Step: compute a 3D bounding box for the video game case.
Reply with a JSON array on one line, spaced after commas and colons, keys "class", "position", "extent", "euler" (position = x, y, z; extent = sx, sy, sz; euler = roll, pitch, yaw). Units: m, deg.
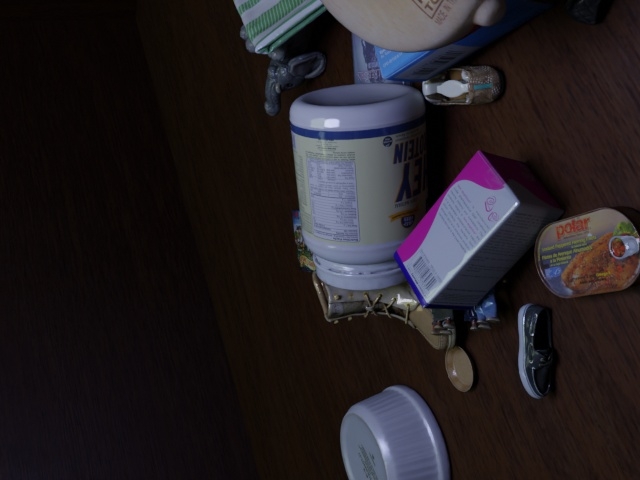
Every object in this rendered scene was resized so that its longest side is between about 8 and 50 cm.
[{"class": "video game case", "position": [0.114, -0.378, 1.345], "extent": [0.196, 0.026, 0.275], "euler": [-161, 65, -64]}]

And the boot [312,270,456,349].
[{"class": "boot", "position": [0.113, 0.122, 1.293], "extent": [0.262, 0.203, 0.095], "euler": [-122, 29, -45]}]

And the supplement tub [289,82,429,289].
[{"class": "supplement tub", "position": [0.075, -0.100, 1.250], "extent": [0.235, 0.235, 0.325], "euler": [-143, 43, -58]}]

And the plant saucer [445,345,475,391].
[{"class": "plant saucer", "position": [0.253, 0.227, 1.254], "extent": [0.083, 0.015, 0.084], "euler": [171, 90, -66]}]

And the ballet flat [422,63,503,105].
[{"class": "ballet flat", "position": [0.206, -0.250, 1.124], "extent": [0.206, 0.067, 0.073], "euler": [-164, 64, -65]}]

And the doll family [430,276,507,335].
[{"class": "doll family", "position": [0.235, 0.088, 1.148], "extent": [0.192, 0.076, 0.112], "euler": [-14, 63, 44]}]

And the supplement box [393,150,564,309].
[{"class": "supplement box", "position": [0.227, -0.009, 1.030], "extent": [0.220, 0.113, 0.111], "euler": [-55, 46, 34]}]

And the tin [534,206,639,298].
[{"class": "tin", "position": [0.356, 0.016, 0.917], "extent": [0.189, 0.040, 0.106], "euler": [-24, 80, 66]}]

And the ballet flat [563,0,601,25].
[{"class": "ballet flat", "position": [0.348, -0.331, 0.817], "extent": [0.058, 0.049, 0.173], "euler": [-62, -1, -39]}]

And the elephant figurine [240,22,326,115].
[{"class": "elephant figurine", "position": [-0.071, -0.425, 1.614], "extent": [0.239, 0.185, 0.170], "euler": [53, -137, -53]}]

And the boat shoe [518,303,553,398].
[{"class": "boat shoe", "position": [0.322, 0.165, 1.035], "extent": [0.040, 0.049, 0.142], "euler": [172, 91, -66]}]

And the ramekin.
[{"class": "ramekin", "position": [0.143, 0.443, 1.445], "extent": [0.273, 0.127, 0.273], "euler": [171, 90, -66]}]

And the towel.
[{"class": "towel", "position": [-0.078, -0.550, 1.493], "extent": [0.247, 0.038, 0.325], "euler": [-35, 48, 16]}]

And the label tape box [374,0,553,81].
[{"class": "label tape box", "position": [0.164, -0.444, 1.021], "extent": [0.249, 0.115, 0.348], "euler": [-23, 76, 51]}]

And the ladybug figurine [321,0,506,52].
[{"class": "ladybug figurine", "position": [0.106, -0.419, 0.877], "extent": [0.305, 0.161, 0.450], "euler": [-51, 57, 43]}]

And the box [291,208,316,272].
[{"class": "box", "position": [0.000, 0.000, 1.715], "extent": [0.233, 0.044, 0.159], "euler": [-177, 79, -66]}]
